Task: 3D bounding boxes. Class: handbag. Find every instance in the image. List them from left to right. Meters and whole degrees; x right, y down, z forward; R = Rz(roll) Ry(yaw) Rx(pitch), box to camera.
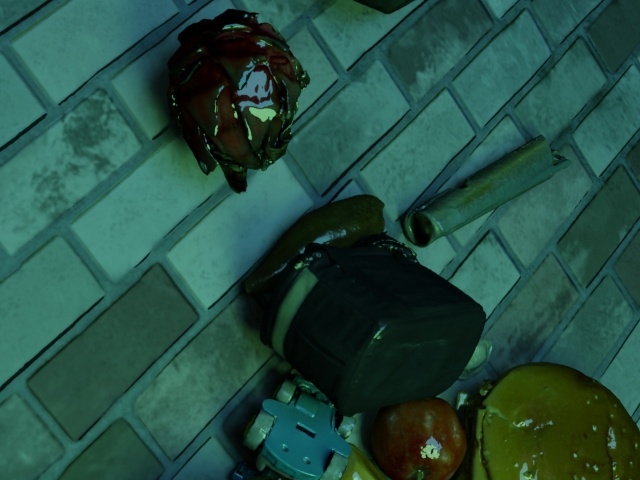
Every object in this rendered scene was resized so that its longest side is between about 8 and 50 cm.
[{"bbox_3d":[0.058,0.104,1.553,0.254,0.181,0.181,-6,126,-47],"label":"handbag"}]

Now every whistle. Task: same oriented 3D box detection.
[{"bbox_3d":[0.243,-0.073,1.816,0.068,0.057,0.326,39,46,27],"label":"whistle"}]

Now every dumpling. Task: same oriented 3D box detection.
[{"bbox_3d":[0.201,0.162,1.750,0.077,0.043,0.059,-13,110,-42],"label":"dumpling"}]

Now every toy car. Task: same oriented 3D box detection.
[{"bbox_3d":[-0.033,0.243,1.540,0.126,0.098,0.161,30,31,-4],"label":"toy car"}]

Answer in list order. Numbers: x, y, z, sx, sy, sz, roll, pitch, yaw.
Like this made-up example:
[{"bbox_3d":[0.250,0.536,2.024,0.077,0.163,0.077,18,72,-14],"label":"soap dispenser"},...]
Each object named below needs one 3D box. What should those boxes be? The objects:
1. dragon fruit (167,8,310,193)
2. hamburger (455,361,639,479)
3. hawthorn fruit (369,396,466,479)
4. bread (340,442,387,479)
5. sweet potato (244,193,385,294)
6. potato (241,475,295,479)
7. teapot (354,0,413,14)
[{"bbox_3d":[-0.098,-0.176,1.504,0.182,0.182,0.188,-28,65,-38],"label":"dragon fruit"},{"bbox_3d":[0.308,0.311,1.720,0.314,0.170,0.290,25,60,-28],"label":"hamburger"},{"bbox_3d":[0.125,0.255,1.608,0.125,0.140,0.125,0,96,0],"label":"hawthorn fruit"},{"bbox_3d":[0.084,0.358,1.594,0.074,0.092,0.239,-39,110,4],"label":"bread"},{"bbox_3d":[0.000,0.000,1.607,0.243,0.077,0.077,-29,99,-40],"label":"sweet potato"},{"bbox_3d":[-0.097,0.336,1.431,0.202,0.117,0.182,9,97,-47],"label":"potato"},{"bbox_3d":[0.064,-0.481,1.677,0.300,0.253,0.344,-32,94,-5],"label":"teapot"}]
